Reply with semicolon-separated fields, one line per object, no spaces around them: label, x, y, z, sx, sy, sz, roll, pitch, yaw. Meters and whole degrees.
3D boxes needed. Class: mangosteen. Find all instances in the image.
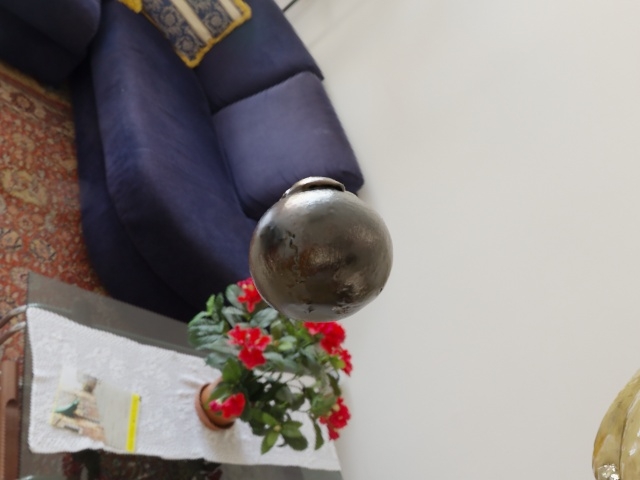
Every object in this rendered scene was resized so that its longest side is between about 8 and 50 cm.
mangosteen;0.000;0.000;0.861;0.211;0.211;0.250;40;32;-33

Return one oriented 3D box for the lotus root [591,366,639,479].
lotus root;0.311;0.123;0.411;0.146;0.284;0.160;53;-8;-3
